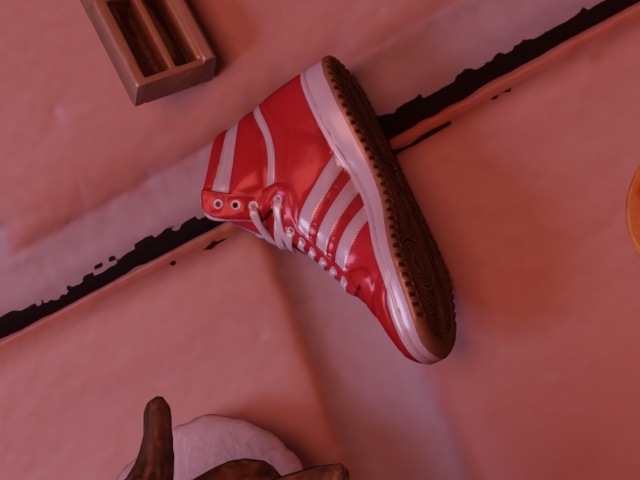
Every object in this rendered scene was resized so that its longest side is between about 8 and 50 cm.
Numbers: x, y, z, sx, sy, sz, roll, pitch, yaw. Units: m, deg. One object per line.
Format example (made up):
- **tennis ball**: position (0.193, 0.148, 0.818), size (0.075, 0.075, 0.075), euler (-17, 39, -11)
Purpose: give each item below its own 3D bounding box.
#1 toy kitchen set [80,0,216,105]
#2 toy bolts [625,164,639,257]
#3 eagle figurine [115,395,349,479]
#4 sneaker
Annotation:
- **toy kitchen set**: position (-0.050, -0.110, 0.571), size (0.068, 0.083, 0.075), euler (-22, 71, -19)
- **toy bolts**: position (0.144, -0.007, 0.353), size (0.218, 0.158, 0.228), euler (16, 51, 35)
- **eagle figurine**: position (-0.027, 0.216, 0.486), size (0.298, 0.225, 0.226), euler (60, 159, -15)
- **sneaker**: position (0.000, 0.000, 0.546), size (0.067, 0.042, 0.118), euler (-29, 65, 18)
